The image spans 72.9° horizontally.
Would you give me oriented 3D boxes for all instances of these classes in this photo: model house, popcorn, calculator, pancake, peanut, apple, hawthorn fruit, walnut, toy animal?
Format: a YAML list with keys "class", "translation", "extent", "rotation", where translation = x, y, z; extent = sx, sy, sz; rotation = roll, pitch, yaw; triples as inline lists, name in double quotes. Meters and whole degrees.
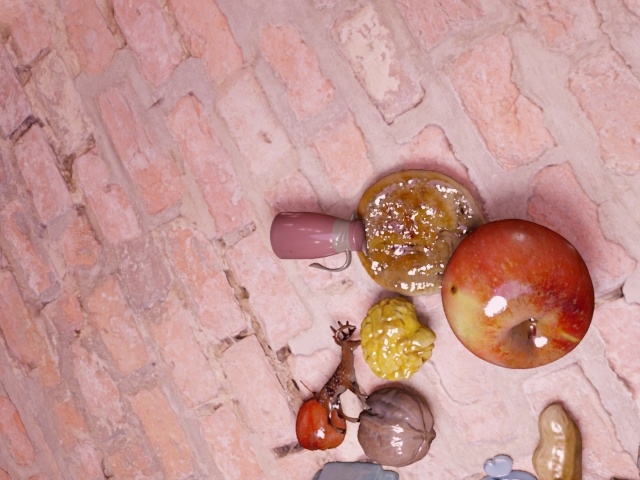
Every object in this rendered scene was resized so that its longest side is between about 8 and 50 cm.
- class: "model house"
  translation: [0.068, 0.834, 1.238]
  extent: [0.294, 0.329, 0.252]
  rotation: [-10, 88, 21]
- class: "popcorn"
  translation: [0.217, 0.272, 1.200]
  extent: [0.202, 0.200, 0.226]
  rotation: [6, 58, 36]
- class: "calculator"
  translation: [0.547, 0.754, 1.216]
  extent: [0.188, 0.042, 0.303]
  rotation: [-24, 90, 20]
- class: "pancake"
  translation: [0.268, -0.018, 1.221]
  extent: [0.386, 0.082, 0.388]
  rotation: [4, 99, 22]
- class: "peanut"
  translation: [0.620, 0.550, 1.138]
  extent: [0.120, 0.110, 0.237]
  rotation: [-3, 92, 28]
- class: "apple"
  translation: [0.463, 0.124, 1.040]
  extent: [0.347, 0.277, 0.349]
  rotation: [0, 120, 0]
- class: "hawthorn fruit"
  translation: [-0.004, 0.538, 1.341]
  extent: [0.162, 0.162, 0.204]
  rotation: [-10, 77, 19]
- class: "walnut"
  translation: [0.209, 0.527, 1.230]
  extent: [0.223, 0.224, 0.225]
  rotation: [2, 95, 19]
- class: "toy animal"
  translation: [0.057, 0.390, 1.258]
  extent: [0.244, 0.087, 0.260]
  rotation: [-49, 44, 8]

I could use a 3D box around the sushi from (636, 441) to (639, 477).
- class: "sushi"
  translation: [0.864, 0.514, 1.046]
  extent: [0.114, 0.147, 0.213]
  rotation: [10, 115, 12]

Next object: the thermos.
- class: "thermos"
  translation: [0.000, 0.000, 1.258]
  extent: [0.264, 0.145, 0.177]
  rotation: [2, 86, 28]

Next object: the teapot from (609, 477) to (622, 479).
- class: "teapot"
  translation: [0.771, 0.672, 1.110]
  extent: [0.090, 0.092, 0.124]
  rotation: [25, 96, 32]
